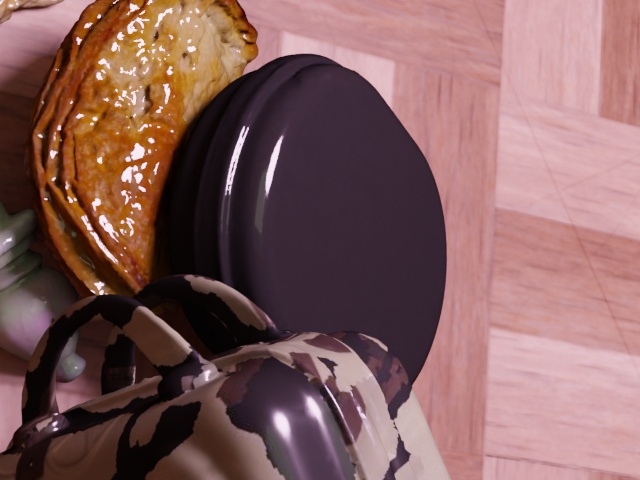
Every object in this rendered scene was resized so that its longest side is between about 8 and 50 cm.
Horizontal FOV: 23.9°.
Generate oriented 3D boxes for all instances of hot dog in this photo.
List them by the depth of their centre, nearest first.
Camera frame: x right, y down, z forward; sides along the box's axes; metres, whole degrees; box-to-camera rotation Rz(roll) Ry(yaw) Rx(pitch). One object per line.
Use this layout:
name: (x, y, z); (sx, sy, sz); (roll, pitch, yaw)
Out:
hot dog: (-0.137, -0.070, 1.109); (0.114, 0.175, 0.259); (11, 72, 19)

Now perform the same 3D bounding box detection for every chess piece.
chess piece: (-0.245, -0.013, 1.080); (0.139, 0.139, 0.272); (-39, 109, -29)

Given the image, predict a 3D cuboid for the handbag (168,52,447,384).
handbag: (-0.001, 0.000, 1.135); (0.308, 0.093, 0.254); (48, 52, -49)

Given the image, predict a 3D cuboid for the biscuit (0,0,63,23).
biscuit: (-0.245, -0.245, 1.173); (0.144, 0.033, 0.224); (49, 61, -7)

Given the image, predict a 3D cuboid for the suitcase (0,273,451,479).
suitcase: (-0.081, 0.192, 0.973); (0.194, 0.351, 0.339); (-21, 89, -48)
